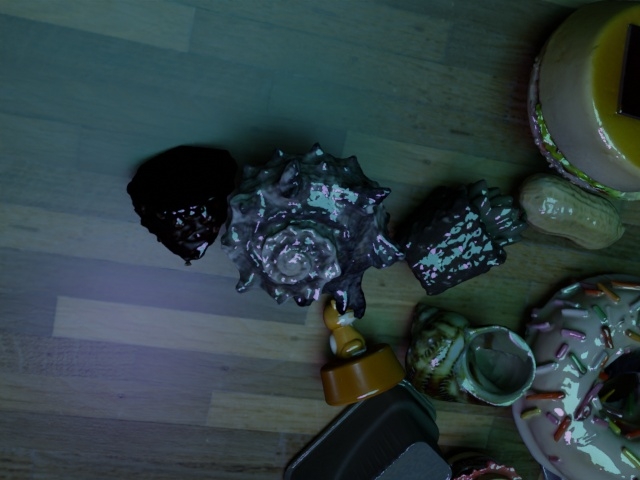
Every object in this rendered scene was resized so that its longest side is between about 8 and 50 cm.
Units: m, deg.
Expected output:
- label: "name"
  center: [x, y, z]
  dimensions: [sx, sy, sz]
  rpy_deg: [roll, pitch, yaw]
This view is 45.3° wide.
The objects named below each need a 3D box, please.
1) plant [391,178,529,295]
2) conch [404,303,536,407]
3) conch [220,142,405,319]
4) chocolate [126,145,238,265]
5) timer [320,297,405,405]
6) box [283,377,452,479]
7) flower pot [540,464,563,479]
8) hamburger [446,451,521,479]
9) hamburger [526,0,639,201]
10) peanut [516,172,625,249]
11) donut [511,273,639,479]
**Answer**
- label: "plant"
  center: [0.212, -0.013, 1.164]
  dimensions: [0.194, 0.129, 0.132]
  rpy_deg: [-36, 110, 1]
- label: "conch"
  center: [0.225, 0.179, 1.221]
  dimensions: [0.187, 0.124, 0.181]
  rpy_deg: [-34, 105, 7]
- label: "conch"
  center: [-0.012, 0.001, 1.051]
  dimensions: [0.240, 0.186, 0.313]
  rpy_deg: [-41, 147, 0]
- label: "chocolate"
  center: [-0.185, -0.037, 1.074]
  dimensions: [0.156, 0.156, 0.133]
  rpy_deg: [-14, 133, -10]
- label: "timer"
  center: [0.046, 0.161, 1.190]
  dimensions: [0.131, 0.132, 0.152]
  rpy_deg: [-20, 89, -8]
- label: "box"
  center: [0.084, 0.365, 1.212]
  dimensions: [0.274, 0.178, 0.138]
  rpy_deg: [-44, 111, 2]
- label: "flower pot"
  center: [0.468, 0.465, 1.376]
  dimensions: [0.108, 0.103, 0.229]
  rpy_deg: [-14, 107, -10]
- label: "hamburger"
  center: [0.259, 0.440, 1.297]
  dimensions: [0.175, 0.137, 0.175]
  rpy_deg: [-3, 101, -15]
- label: "hamburger"
  center: [0.442, -0.206, 1.135]
  dimensions: [0.300, 0.176, 0.301]
  rpy_deg: [0, 91, -19]
- label: "peanut"
  center: [0.397, -0.041, 1.219]
  dimensions: [0.214, 0.098, 0.090]
  rpy_deg: [20, 55, -23]
- label: "donut"
  center: [0.501, 0.237, 1.251]
  dimensions: [0.382, 0.142, 0.383]
  rpy_deg: [0, 88, -8]
